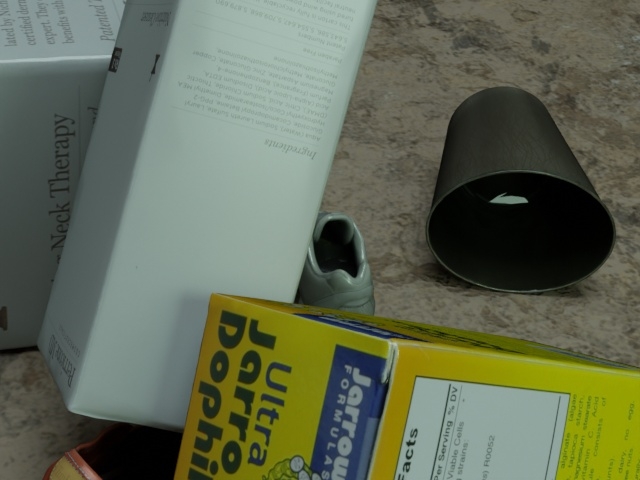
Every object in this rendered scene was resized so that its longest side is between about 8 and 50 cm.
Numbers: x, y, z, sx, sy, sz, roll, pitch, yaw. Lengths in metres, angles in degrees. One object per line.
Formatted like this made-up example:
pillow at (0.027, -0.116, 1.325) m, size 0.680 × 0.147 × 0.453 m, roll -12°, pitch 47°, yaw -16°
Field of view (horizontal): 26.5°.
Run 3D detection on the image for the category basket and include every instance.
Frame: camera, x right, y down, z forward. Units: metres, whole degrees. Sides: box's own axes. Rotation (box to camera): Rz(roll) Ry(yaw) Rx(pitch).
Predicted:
basket at (0.213, -0.068, 1.536) m, size 0.204 × 0.154 × 0.227 m, roll 7°, pitch 33°, yaw -5°

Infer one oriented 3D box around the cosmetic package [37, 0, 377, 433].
cosmetic package at (-0.097, -0.056, 1.083) m, size 0.156 × 0.385 × 0.217 m, roll 16°, pitch 2°, yaw -20°

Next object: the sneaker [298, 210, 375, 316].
sneaker at (0.000, 0.000, 1.422) m, size 0.099 × 0.121 × 0.262 m, roll -8°, pitch 39°, yaw -22°

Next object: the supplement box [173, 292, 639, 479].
supplement box at (0.092, 0.166, 1.002) m, size 0.356 × 0.194 × 0.195 m, roll 12°, pitch -1°, yaw -42°

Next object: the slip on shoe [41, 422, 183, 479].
slip on shoe at (-0.119, 0.192, 1.086) m, size 0.123 × 0.101 × 0.331 m, roll 42°, pitch 18°, yaw 19°

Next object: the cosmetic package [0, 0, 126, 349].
cosmetic package at (-0.305, -0.115, 1.345) m, size 0.393 × 0.329 × 0.327 m, roll -6°, pitch 39°, yaw -17°
